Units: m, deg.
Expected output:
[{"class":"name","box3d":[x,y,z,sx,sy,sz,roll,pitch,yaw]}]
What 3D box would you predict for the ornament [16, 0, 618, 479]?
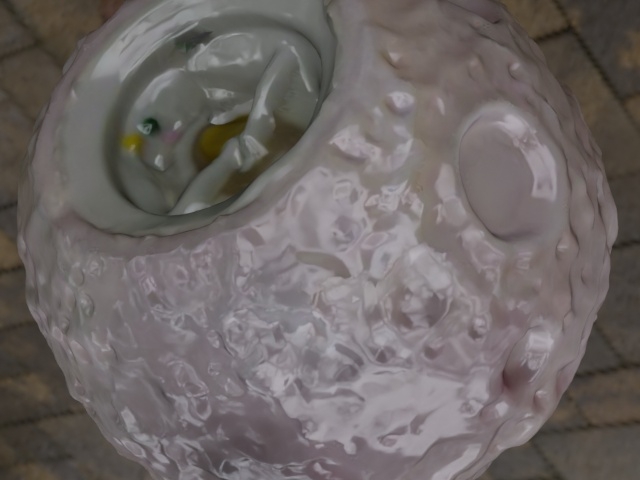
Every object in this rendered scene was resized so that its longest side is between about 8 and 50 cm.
[{"class":"ornament","box3d":[0.000,0.000,0.697,0.259,0.259,0.225,-4,145,30]}]
